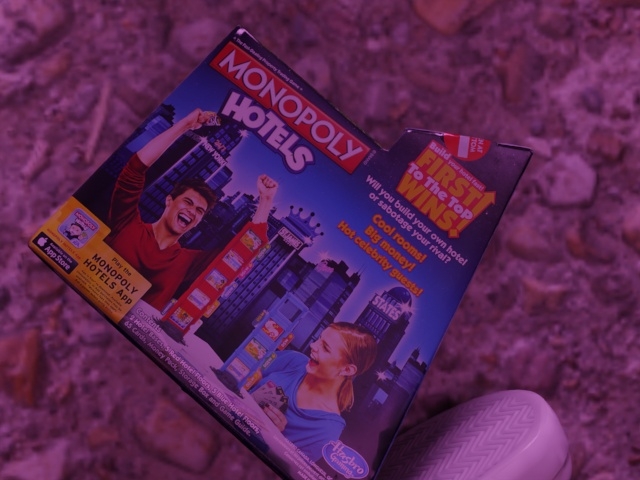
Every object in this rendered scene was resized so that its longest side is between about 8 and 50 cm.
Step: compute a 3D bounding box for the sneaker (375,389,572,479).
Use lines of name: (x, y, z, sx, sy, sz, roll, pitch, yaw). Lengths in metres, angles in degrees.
sneaker: (0.040, 0.217, 0.529, 0.292, 0.108, 0.169, -41, 99, 9)

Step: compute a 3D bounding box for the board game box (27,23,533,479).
board game box: (0.000, 0.000, 0.509, 0.194, 0.060, 0.194, 42, 77, 4)
